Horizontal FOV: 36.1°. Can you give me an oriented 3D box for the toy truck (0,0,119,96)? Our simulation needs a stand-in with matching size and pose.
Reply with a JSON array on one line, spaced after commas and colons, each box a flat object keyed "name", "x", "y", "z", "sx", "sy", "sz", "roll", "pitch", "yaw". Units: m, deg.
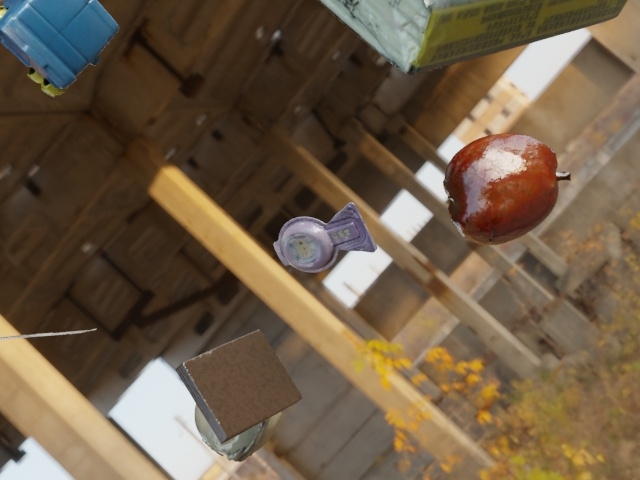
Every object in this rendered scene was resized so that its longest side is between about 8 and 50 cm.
[{"name": "toy truck", "x": -0.447, "y": -0.347, "z": 1.573, "sx": 0.162, "sy": 0.161, "sz": 0.385, "roll": -47, "pitch": 26, "yaw": -4}]

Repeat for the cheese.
[{"name": "cheese", "x": 0.000, "y": 0.000, "z": 1.668, "sx": 0.191, "sy": 0.105, "sz": 0.042, "roll": -21, "pitch": 14, "yaw": 33}]

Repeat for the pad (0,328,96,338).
[{"name": "pad", "x": -0.447, "y": 0.140, "z": 1.419, "sx": 0.232, "sy": 0.004, "sz": 0.156, "roll": -3, "pitch": -6, "yaw": -21}]

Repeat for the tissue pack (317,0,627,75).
[{"name": "tissue pack", "x": 0.117, "y": -0.233, "z": 0.822, "sx": 0.257, "sy": 0.185, "sz": 0.081, "roll": -20, "pitch": -38, "yaw": -34}]

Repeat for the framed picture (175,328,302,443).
[{"name": "framed picture", "x": -0.117, "y": 0.212, "z": 1.450, "sx": 0.168, "sy": 0.128, "sz": 0.023, "roll": -20, "pitch": -17, "yaw": -49}]

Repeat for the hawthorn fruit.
[{"name": "hawthorn fruit", "x": 0.303, "y": -0.085, "z": 1.589, "sx": 0.202, "sy": 0.185, "sz": 0.185, "roll": -12, "pitch": -5, "yaw": 6}]

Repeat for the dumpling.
[{"name": "dumpling", "x": -0.122, "y": 0.270, "z": 1.632, "sx": 0.172, "sy": 0.142, "sz": 0.247, "roll": -61, "pitch": 25, "yaw": 6}]
